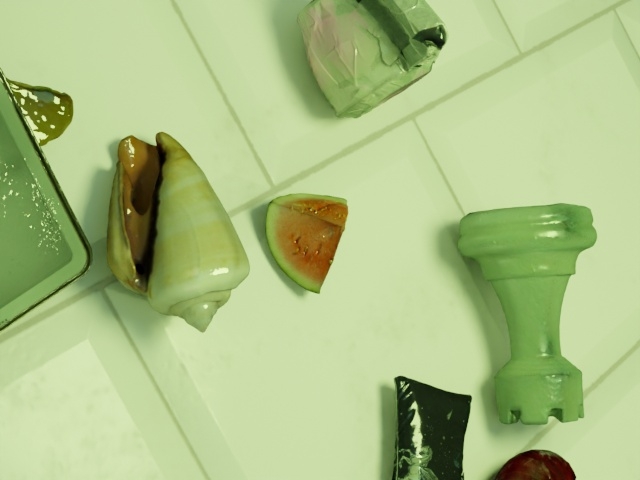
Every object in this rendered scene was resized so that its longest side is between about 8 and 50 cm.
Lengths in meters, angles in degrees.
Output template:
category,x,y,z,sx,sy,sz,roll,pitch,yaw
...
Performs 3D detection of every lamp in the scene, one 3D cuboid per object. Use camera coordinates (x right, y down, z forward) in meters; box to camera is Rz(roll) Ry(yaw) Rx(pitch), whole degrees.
category,x,y,z,sx,sy,sz,roll,pitch,yaw
lamp,-0.388,-0.019,1.104,0.269,0.047,0.266,-38,119,-36

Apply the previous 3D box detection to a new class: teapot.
category,x,y,z,sx,sy,sz,roll,pitch,yaw
teapot,0.053,-0.271,1.441,0.163,0.221,0.178,-33,92,-2

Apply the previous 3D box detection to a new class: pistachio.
category,x,y,z,sx,sy,sz,roll,pitch,yaw
pistachio,-0.362,-0.144,1.209,0.173,0.049,0.089,-15,107,-39

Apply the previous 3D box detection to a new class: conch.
category,x,y,z,sx,sy,sz,roll,pitch,yaw
conch,-0.171,-0.002,1.276,0.158,0.127,0.255,-9,56,-8

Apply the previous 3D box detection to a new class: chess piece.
category,x,y,z,sx,sy,sz,roll,pitch,yaw
chess piece,0.298,0.104,1.526,0.195,0.195,0.299,-1,85,-35

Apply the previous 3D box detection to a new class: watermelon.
category,x,y,z,sx,sy,sz,roll,pitch,yaw
watermelon,0.000,0.000,1.392,0.125,0.094,0.135,-1,81,-43

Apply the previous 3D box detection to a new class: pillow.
category,x,y,z,sx,sy,sz,roll,pitch,yaw
pillow,0.144,0.291,1.427,0.141,0.055,0.208,20,65,-36

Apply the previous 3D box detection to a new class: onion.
category,x,y,z,sx,sy,sz,roll,pitch,yaw
onion,0.275,0.354,1.453,0.098,0.151,0.206,37,41,-4
